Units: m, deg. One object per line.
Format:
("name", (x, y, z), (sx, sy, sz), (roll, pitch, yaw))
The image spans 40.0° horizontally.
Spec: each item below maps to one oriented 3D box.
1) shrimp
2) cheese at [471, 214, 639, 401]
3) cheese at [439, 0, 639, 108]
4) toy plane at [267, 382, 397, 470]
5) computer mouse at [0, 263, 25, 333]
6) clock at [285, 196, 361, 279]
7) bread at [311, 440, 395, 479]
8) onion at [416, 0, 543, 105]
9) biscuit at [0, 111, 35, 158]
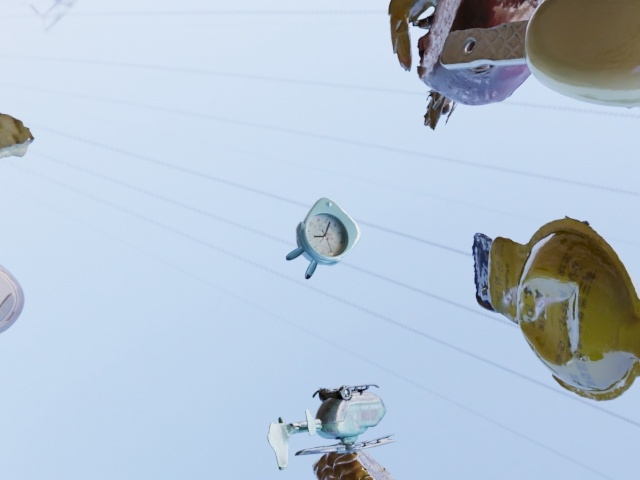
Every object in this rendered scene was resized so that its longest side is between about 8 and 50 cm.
("shrimp", (0.168, -0.279, 1.250), (0.150, 0.248, 0.068), (-3, -156, -6))
("cheese", (0.222, 0.056, 0.843), (0.069, 0.176, 0.270), (-13, -163, -22))
("cheese", (0.200, -0.171, 0.750), (0.252, 0.054, 0.127), (6, -99, 49))
("toy plane", (0.016, 0.243, 1.176), (0.060, 0.235, 0.096), (-16, -104, 44))
("computer mouse", (-0.310, 0.044, 0.781), (0.066, 0.096, 0.039), (-55, -149, -14))
("clock", (0.000, 0.000, 1.573), (0.147, 0.108, 0.045), (-50, -173, -33))
("bread", (0.084, 0.438, 1.483), (0.096, 0.222, 0.181), (-42, -151, -2))
("onion", (0.198, -0.236, 1.020), (0.195, 0.140, 0.218), (-59, -167, 29))
("biscuit", (-0.557, -0.154, 1.224), (0.187, 0.274, 0.036), (43, -52, 23))
